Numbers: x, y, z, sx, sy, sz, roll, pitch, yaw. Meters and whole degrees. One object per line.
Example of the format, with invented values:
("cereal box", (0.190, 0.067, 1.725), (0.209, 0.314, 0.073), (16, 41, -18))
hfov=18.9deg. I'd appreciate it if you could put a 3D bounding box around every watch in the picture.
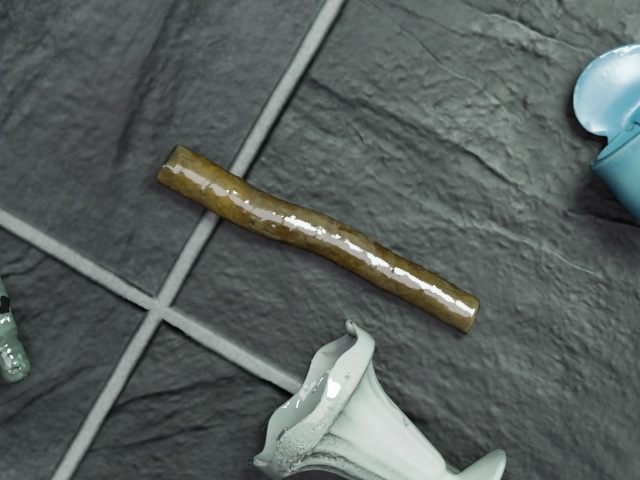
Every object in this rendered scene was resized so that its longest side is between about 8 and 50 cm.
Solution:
("watch", (0.335, -0.098, 1.706), (0.211, 0.193, 0.211), (0, 95, 3))

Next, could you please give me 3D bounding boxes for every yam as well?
("yam", (0.000, 0.000, 1.802), (0.327, 0.045, 0.045), (27, 124, 1))

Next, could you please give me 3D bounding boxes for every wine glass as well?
("wine glass", (0.058, 0.189, 1.757), (0.196, 0.165, 0.165), (33, 94, -6))

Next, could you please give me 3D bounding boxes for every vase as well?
("vase", (-0.333, 0.041, 1.812), (0.060, 0.060, 0.211), (-27, 91, 4))
